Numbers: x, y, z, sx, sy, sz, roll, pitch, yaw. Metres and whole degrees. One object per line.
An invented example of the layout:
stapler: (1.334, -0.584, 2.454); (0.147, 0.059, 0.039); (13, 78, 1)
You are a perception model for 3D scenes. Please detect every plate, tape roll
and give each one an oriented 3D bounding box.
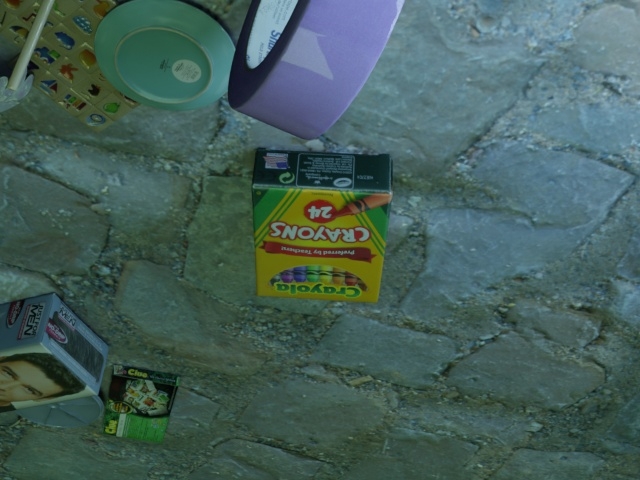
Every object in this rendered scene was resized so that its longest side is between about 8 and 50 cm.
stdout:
plate: (-0.202, -0.232, 1.223); (0.188, 0.024, 0.188); (2, 140, 2)
tape roll: (-0.003, -0.250, 1.000); (0.090, 0.275, 0.275); (22, 137, -19)

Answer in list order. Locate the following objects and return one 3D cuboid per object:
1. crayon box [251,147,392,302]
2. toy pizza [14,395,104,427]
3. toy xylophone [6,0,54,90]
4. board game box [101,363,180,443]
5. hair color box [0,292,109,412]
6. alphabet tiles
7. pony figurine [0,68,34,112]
crayon box: (0.000, 0.000, 1.458); (0.202, 0.081, 0.319); (2, 141, 1)
toy pizza: (-0.545, 0.325, 1.936); (0.201, 0.032, 0.201); (1, 141, 1)
toy xylophone: (-0.392, -0.283, 0.989); (0.236, 0.323, 0.081); (29, 180, -18)
board game box: (-0.375, 0.342, 1.947); (0.136, 0.030, 0.260); (10, 140, -11)
hair color box: (-0.610, 0.227, 1.758); (0.374, 0.114, 0.185); (-13, 138, 19)
alphabet tiles: (-0.320, -0.253, 1.233); (0.198, 0.009, 0.237); (-26, 132, 31)
pony figurine: (-0.566, -0.130, 1.155); (0.350, 0.364, 0.303); (-17, 152, 15)
